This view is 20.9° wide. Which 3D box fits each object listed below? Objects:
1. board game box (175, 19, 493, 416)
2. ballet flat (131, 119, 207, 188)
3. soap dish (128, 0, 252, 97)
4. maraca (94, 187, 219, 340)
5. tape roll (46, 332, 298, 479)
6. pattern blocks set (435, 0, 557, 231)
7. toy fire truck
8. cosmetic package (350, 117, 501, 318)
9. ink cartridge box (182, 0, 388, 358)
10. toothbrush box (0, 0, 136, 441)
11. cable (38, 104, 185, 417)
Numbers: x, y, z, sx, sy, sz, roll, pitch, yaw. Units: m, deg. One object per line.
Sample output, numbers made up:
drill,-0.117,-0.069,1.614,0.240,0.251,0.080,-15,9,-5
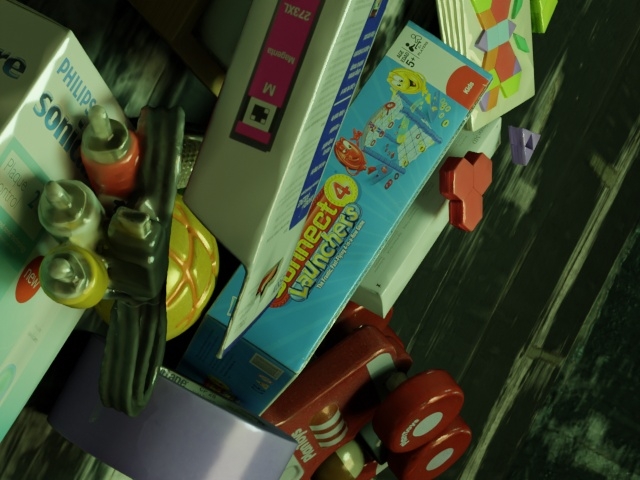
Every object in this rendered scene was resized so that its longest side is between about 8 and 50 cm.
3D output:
board game box,0.000,0.000,1.492,0.302,0.086,0.308,-56,-179,-19
ballet flat,-0.120,-0.055,1.274,0.250,0.084,0.058,-6,112,-62
soap dish,-0.019,-0.233,1.247,0.291,0.118,0.229,-60,160,-6
maraca,-0.124,0.015,1.336,0.185,0.099,0.127,-35,126,-75
tape roll,-0.118,0.152,1.388,0.080,0.189,0.189,-62,160,-2
pattern blocks set,0.166,-0.204,1.715,0.285,0.026,0.325,-49,134,-40
toy fire truck,0.012,0.202,1.869,0.254,0.169,0.302,-34,154,-7
cosmetic package,0.086,-0.044,1.783,0.239,0.099,0.060,-55,158,-21
ink cartridge box,-0.007,-0.120,1.094,0.176,0.069,0.371,-46,156,-75
toothbrush box,-0.238,0.019,1.013,0.295,0.126,0.216,-59,161,-14
cable,-0.126,0.010,1.063,0.287,0.072,0.139,104,1,-67
